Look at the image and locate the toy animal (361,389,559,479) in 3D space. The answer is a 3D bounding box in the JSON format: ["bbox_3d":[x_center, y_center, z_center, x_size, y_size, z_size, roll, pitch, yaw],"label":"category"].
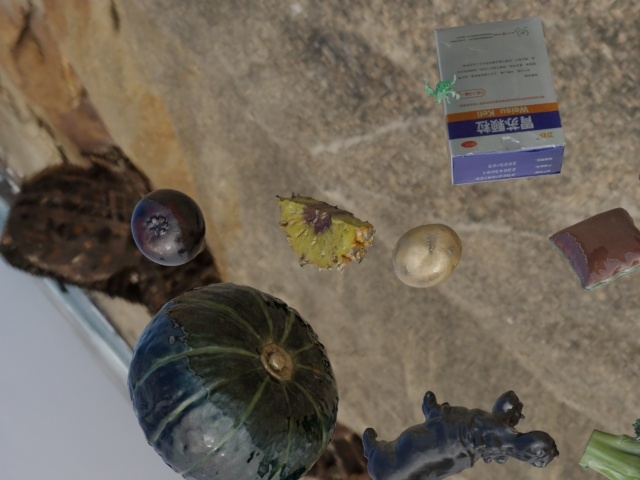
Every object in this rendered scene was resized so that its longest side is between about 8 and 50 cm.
[{"bbox_3d":[0.229,0.339,1.599,0.106,0.343,0.168,44,-147,-42],"label":"toy animal"}]

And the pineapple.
[{"bbox_3d":[0.001,0.000,1.798,0.233,0.080,0.135,28,120,41],"label":"pineapple"}]

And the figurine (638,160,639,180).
[{"bbox_3d":[0.687,-0.114,1.739,0.173,0.173,0.173,45,164,16],"label":"figurine"}]

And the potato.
[{"bbox_3d":[0.190,0.026,1.703,0.147,0.112,0.112,-35,97,31],"label":"potato"}]

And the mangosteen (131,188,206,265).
[{"bbox_3d":[-0.244,-0.020,1.541,0.140,0.140,0.140,45,164,16],"label":"mangosteen"}]

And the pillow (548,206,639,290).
[{"bbox_3d":[0.568,0.019,1.857,0.179,0.171,0.075,-110,-6,-53],"label":"pillow"}]

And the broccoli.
[{"bbox_3d":[0.624,0.401,1.673,0.260,0.235,0.288,47,166,28],"label":"broccoli"}]

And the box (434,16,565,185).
[{"bbox_3d":[0.324,-0.260,1.716,0.106,0.200,0.299,74,-168,-60],"label":"box"}]

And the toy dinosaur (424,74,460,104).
[{"bbox_3d":[0.193,-0.246,1.485,0.062,0.021,0.083,34,151,26],"label":"toy dinosaur"}]

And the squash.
[{"bbox_3d":[-0.095,0.171,1.070,0.165,0.252,0.252,-38,93,33],"label":"squash"}]
